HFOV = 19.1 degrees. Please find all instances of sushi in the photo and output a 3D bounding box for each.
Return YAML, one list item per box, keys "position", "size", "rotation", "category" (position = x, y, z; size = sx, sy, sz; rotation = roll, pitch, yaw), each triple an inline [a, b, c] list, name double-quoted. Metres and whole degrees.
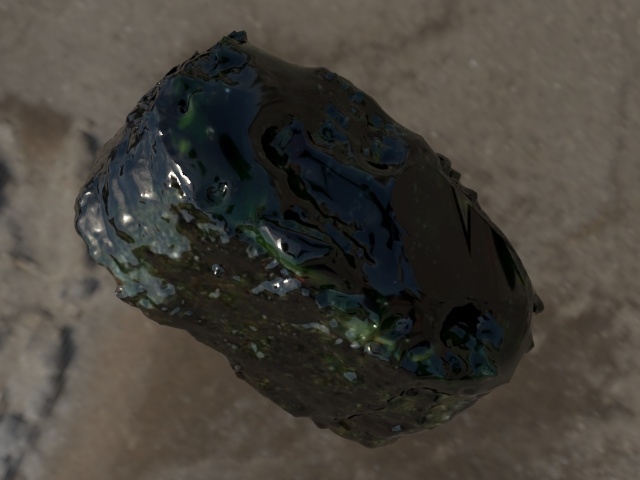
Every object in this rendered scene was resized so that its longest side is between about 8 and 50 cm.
- position: [0.000, 0.000, 0.926]
  size: [0.127, 0.225, 0.124]
  rotation: [-36, 22, 47]
  category: "sushi"
